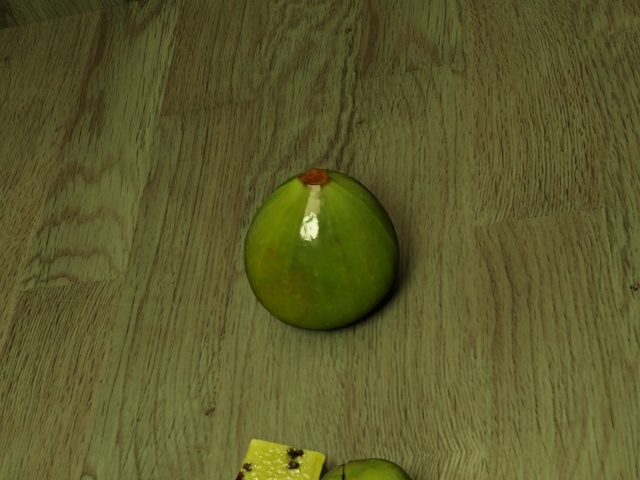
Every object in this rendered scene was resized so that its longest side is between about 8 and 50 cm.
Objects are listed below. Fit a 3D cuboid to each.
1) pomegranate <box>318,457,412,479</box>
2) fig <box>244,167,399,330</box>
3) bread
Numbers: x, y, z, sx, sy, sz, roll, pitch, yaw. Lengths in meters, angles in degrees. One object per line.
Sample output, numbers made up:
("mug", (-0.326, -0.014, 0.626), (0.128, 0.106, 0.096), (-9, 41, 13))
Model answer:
("pomegranate", (0.085, 0.439, 1.754), (0.210, 0.179, 0.179), (44, 72, 11))
("fig", (0.000, 0.000, 2.065), (0.316, 0.316, 0.316), (-11, 47, 12))
("bread", (-0.103, 0.489, 1.771), (0.138, 0.077, 0.361), (12, 49, 11))
